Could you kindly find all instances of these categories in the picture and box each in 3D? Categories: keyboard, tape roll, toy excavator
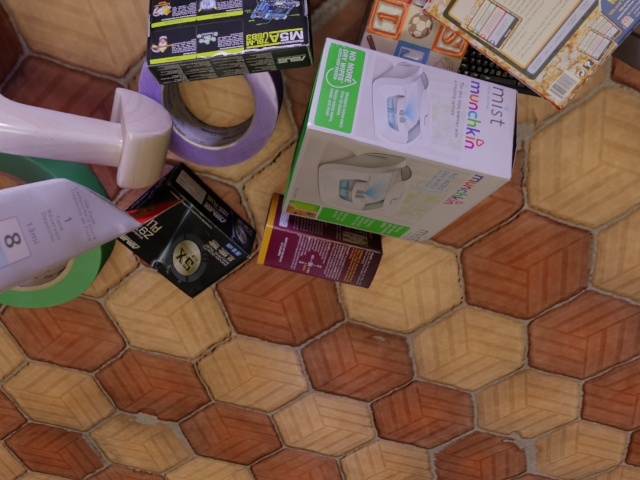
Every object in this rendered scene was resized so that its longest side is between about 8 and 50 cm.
[{"bbox_3d":[0.276,-0.258,0.686,0.180,0.023,0.108,9,123,-5],"label":"keyboard"},{"bbox_3d":[-0.149,-0.204,0.701,0.189,0.080,0.188,1,123,1],"label":"tape roll"},{"bbox_3d":[-0.514,-0.031,0.830,0.322,0.077,0.321,1,123,1],"label":"tape roll"},{"bbox_3d":[-0.463,-0.185,0.579,0.445,0.433,0.222,42,125,24],"label":"toy excavator"}]

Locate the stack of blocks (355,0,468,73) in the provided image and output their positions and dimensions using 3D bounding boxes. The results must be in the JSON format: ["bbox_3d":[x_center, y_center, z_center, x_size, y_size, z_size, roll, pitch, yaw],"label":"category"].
[{"bbox_3d":[0.113,-0.318,0.612,0.171,0.087,0.297,13,123,-7],"label":"stack of blocks"}]

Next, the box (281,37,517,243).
[{"bbox_3d":[0.084,-0.110,0.657,0.231,0.126,0.262,14,162,-7],"label":"box"}]

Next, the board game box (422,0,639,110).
[{"bbox_3d":[0.232,-0.258,0.536,0.194,0.045,0.146,36,120,-2],"label":"board game box"}]

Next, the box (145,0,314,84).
[{"bbox_3d":[-0.107,-0.284,0.595,0.191,0.184,0.045,-6,165,5],"label":"box"}]

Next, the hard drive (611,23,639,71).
[{"bbox_3d":[0.503,-0.285,0.533,0.353,0.233,0.047,-19,122,14],"label":"hard drive"}]

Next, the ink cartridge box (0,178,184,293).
[{"bbox_3d":[-0.380,-0.014,0.576,0.309,0.385,0.091,-11,105,13],"label":"ink cartridge box"}]

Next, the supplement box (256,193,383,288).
[{"bbox_3d":[0.000,0.000,0.817,0.188,0.104,0.080,13,123,-7],"label":"supplement box"}]

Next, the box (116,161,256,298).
[{"bbox_3d":[-0.224,-0.013,0.831,0.147,0.077,0.180,-34,117,22],"label":"box"}]
